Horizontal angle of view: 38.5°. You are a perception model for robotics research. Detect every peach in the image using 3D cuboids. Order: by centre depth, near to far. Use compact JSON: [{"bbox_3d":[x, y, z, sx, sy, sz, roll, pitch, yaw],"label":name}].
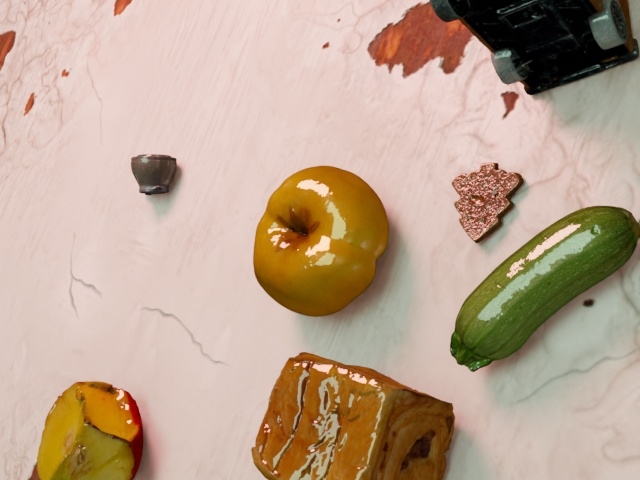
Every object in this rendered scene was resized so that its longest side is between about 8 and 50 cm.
[{"bbox_3d":[0.000,0.000,1.057,0.179,0.103,0.179,-19,60,38],"label":"peach"},{"bbox_3d":[-0.296,0.261,1.189,0.151,0.118,0.151,1,94,7],"label":"peach"}]

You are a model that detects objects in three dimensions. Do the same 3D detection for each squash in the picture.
[{"bbox_3d":[0.208,0.043,0.881,0.219,0.068,0.077,-45,81,18],"label":"squash"}]

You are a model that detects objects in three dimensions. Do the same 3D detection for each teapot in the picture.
[{"bbox_3d":[-0.247,-0.095,1.345,0.088,0.066,0.057,-2,87,63],"label":"teapot"}]

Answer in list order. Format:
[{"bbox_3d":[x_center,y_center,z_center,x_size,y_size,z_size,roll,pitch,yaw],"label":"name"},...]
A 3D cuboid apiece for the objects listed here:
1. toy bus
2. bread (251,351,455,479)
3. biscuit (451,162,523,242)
[{"bbox_3d":[0.193,-0.279,0.892,0.139,0.275,0.167,-16,60,36],"label":"toy bus"},{"bbox_3d":[0.037,0.196,0.905,0.143,0.158,0.149,13,76,44],"label":"bread"},{"bbox_3d":[0.176,-0.040,0.982,0.082,0.016,0.092,-2,71,35],"label":"biscuit"}]
